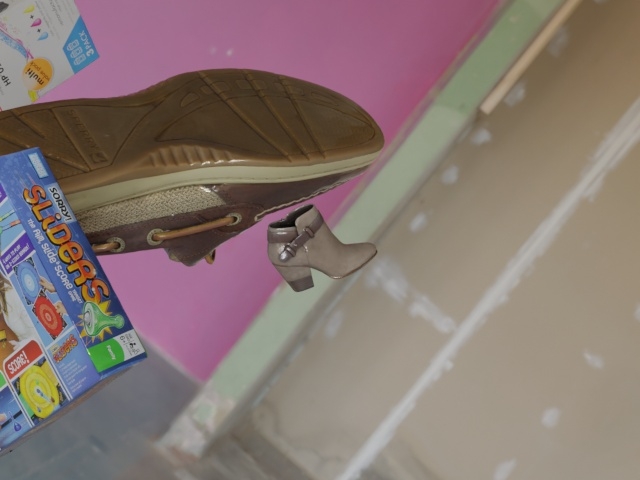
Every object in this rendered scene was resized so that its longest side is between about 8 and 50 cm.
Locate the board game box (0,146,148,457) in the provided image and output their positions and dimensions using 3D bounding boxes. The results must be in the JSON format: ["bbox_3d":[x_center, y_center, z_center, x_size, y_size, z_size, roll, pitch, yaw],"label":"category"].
[{"bbox_3d":[-0.195,0.050,0.653,0.035,0.201,0.136,-23,83,-45],"label":"board game box"}]

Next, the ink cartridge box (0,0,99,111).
[{"bbox_3d":[-0.330,-0.189,1.106,0.061,0.181,0.104,32,-27,40],"label":"ink cartridge box"}]

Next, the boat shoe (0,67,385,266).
[{"bbox_3d":[-0.111,-0.044,0.837,0.342,0.123,0.123,-14,51,-30],"label":"boat shoe"}]

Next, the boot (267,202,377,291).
[{"bbox_3d":[0.000,0.000,1.142,0.042,0.118,0.087,32,-36,56],"label":"boot"}]
